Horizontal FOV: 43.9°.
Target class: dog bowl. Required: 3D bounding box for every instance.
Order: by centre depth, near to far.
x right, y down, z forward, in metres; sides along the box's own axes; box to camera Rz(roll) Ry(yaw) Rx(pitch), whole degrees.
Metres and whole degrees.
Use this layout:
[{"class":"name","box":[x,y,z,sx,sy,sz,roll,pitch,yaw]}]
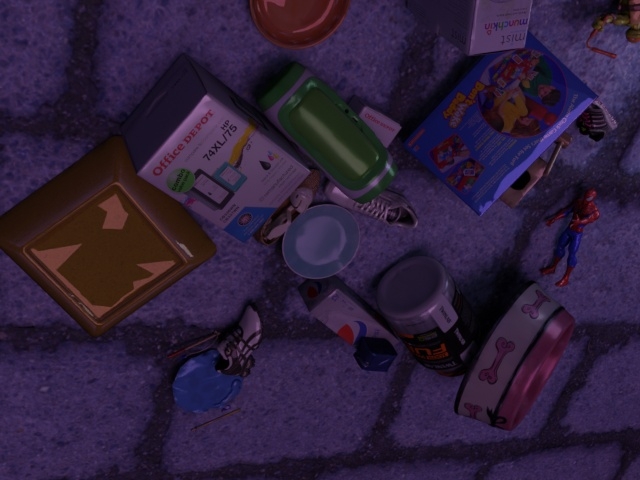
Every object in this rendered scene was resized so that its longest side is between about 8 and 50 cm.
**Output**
[{"class":"dog bowl","box":[0.520,0.316,2.078,0.408,0.150,0.408,-44,151,-32]}]

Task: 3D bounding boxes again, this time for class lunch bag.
[{"class":"lunch bag","box":[0.129,0.282,1.932,0.098,0.067,0.065,10,120,-29]}]

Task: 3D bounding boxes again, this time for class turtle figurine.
[{"class":"turtle figurine","box":[0.699,-0.523,1.722,0.270,0.087,0.217,-10,120,-7]}]

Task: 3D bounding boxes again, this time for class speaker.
[{"class":"speaker","box":[0.015,-0.210,1.563,0.131,0.131,0.296,-43,108,10]}]

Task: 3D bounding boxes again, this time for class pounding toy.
[{"class":"pounding toy","box":[0.466,-0.182,1.799,0.094,0.181,0.206,39,106,0]}]

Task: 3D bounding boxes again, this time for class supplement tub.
[{"class":"supplement tub","box":[0.285,0.200,1.988,0.194,0.193,0.316,-36,130,3]}]

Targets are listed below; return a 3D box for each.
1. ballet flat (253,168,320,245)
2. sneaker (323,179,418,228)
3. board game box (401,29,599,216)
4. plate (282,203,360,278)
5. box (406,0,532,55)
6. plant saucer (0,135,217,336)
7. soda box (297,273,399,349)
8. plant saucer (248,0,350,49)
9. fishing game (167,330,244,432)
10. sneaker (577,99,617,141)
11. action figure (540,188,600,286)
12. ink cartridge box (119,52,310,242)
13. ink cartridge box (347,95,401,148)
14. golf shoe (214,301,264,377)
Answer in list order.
[{"class":"ballet flat","box":[-0.065,-0.065,1.722,0.073,0.067,0.206,31,107,-36]},{"class":"sneaker","box":[0.117,-0.087,1.771,0.235,0.095,0.090,14,119,-30]},{"class":"board game box","box":[0.376,-0.256,1.695,0.233,0.078,0.347,43,102,-1]},{"class":"plate","box":[0.000,0.000,1.813,0.188,0.024,0.188,-7,116,-15]},{"class":"box","box":[0.267,-0.492,1.436,0.127,0.262,0.231,-12,127,-16]},{"class":"plant saucer","box":[-0.424,0.017,1.574,0.333,0.081,0.332,-35,120,3]},{"class":"soda box","box":[0.072,0.185,1.946,0.091,0.098,0.286,-41,130,8]},{"class":"plant saucer","box":[-0.040,-0.456,1.472,0.200,0.037,0.200,-12,129,-16]},{"class":"fishing game","box":[-0.275,0.340,1.942,0.189,0.041,0.264,-25,125,-16]},{"class":"sneaker","box":[0.638,-0.288,1.878,0.170,0.063,0.074,30,102,-42]},{"class":"action figure","box":[0.631,-0.008,2.055,0.139,0.091,0.280,-8,127,-34]},{"class":"ink cartridge box","box":[-0.201,-0.172,1.498,0.198,0.197,0.270,-47,128,12]},{"class":"ink cartridge box","box":[0.081,-0.216,1.681,0.109,0.063,0.150,23,112,-34]},{"class":"golf shoe","box":[-0.193,0.238,1.867,0.094,0.077,0.198,3,113,-30]}]
